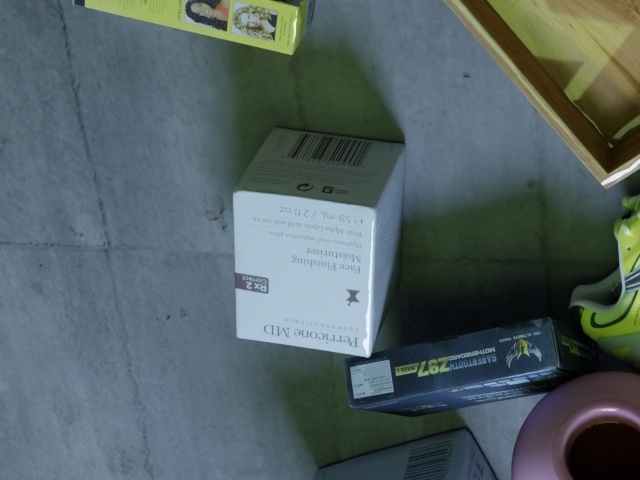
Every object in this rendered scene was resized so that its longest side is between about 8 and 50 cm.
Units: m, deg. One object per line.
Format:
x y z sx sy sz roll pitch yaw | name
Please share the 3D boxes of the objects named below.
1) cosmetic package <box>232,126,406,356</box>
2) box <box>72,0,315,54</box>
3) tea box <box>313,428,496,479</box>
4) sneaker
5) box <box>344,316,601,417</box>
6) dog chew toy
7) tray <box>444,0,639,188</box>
0.000 0.000 1.509 0.151 0.151 0.183 8 121 12 | cosmetic package
-0.125 -0.252 1.438 0.232 0.087 0.058 13 124 7 | box
0.122 0.458 1.640 0.220 0.329 0.323 -19 114 24 | tea box
0.375 -0.014 1.405 0.147 0.145 0.384 25 121 0 | sneaker
0.166 0.140 1.536 0.233 0.183 0.059 -13 76 22 | box
0.316 0.265 1.517 0.206 0.206 0.332 0 158 15 | dog chew toy
0.225 -0.262 1.342 0.203 0.076 0.411 -35 106 29 | tray
